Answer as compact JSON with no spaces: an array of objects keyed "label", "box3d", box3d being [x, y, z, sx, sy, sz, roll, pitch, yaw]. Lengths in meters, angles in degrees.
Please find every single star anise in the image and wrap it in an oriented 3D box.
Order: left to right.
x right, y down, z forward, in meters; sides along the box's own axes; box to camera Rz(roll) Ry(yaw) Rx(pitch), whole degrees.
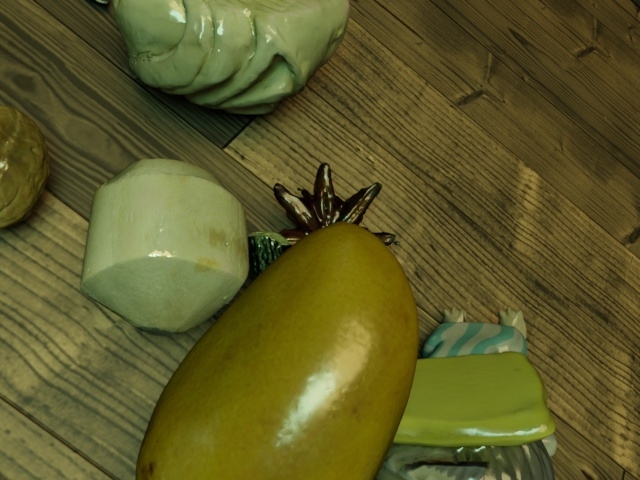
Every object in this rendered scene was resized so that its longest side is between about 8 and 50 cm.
[{"label":"star anise","box3d":[0.000,0.000,0.845,0.272,0.102,0.271,-2,96,-16]}]

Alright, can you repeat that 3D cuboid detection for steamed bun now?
[{"label":"steamed bun","box3d":[-0.152,-0.342,0.840,0.339,0.247,0.352,30,51,11]}]

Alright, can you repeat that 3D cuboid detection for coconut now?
[{"label":"coconut","box3d":[-0.208,0.020,0.669,0.241,0.241,0.241,9,65,-20]}]

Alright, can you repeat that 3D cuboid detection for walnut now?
[{"label":"walnut","box3d":[-0.449,-0.105,0.660,0.156,0.155,0.184,8,64,-20]}]

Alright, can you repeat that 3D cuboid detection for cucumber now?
[{"label":"cucumber","box3d":[-0.052,0.098,0.758,0.074,0.074,0.241,-21,103,-29]}]

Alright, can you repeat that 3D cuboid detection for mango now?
[{"label":"mango","box3d":[-0.042,0.181,0.599,0.232,0.300,0.445,37,78,-30]}]

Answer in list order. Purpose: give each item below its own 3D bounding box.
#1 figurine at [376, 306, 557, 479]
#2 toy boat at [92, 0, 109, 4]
[{"label":"figurine","box3d":[0.232,0.347,0.766,0.361,0.266,0.377,-33,117,-55]},{"label":"toy boat","box3d":[-0.420,-0.480,0.885,0.055,0.060,0.141,-29,85,-31]}]
